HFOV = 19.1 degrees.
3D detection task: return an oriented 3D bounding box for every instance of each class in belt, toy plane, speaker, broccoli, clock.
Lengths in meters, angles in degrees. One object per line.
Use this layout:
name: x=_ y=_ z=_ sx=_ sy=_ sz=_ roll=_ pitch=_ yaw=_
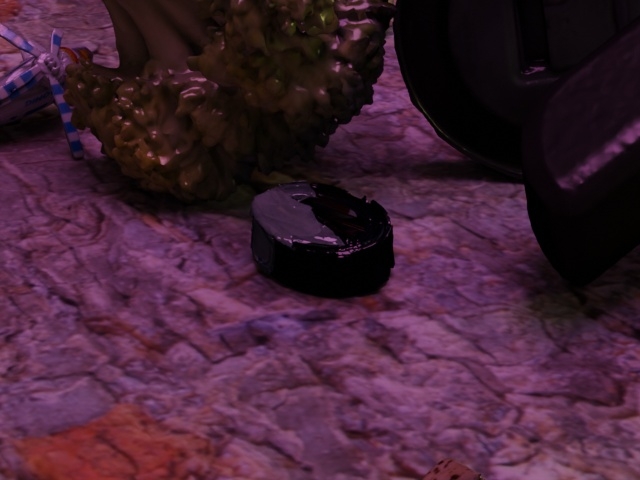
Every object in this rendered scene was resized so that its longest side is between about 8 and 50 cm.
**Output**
belt: x=0.000 y=0.000 z=1.659 sx=0.140 sy=0.058 sz=0.105 roll=25 pitch=41 yaw=30
toy plane: x=-0.323 y=-0.119 z=1.867 sx=0.182 sy=0.107 sz=0.273 roll=40 pitch=60 yaw=-10
speaker: x=0.305 y=-0.160 z=1.633 sx=0.388 sy=0.180 sz=0.184 roll=-38 pitch=67 yaw=-7
broccoli: x=-0.105 y=-0.213 z=1.767 sx=0.348 sy=0.281 sz=0.293 roll=-26 pitch=42 yaw=25
clock: x=0.228 y=-0.213 z=1.794 sx=0.325 sy=0.325 sz=0.067 roll=1 pitch=24 yaw=-3

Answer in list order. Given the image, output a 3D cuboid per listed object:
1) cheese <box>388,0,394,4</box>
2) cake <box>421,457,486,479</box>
cheese: x=0.042 y=-0.294 z=2.227 sx=0.127 sy=0.050 sz=0.235 roll=8 pitch=27 yaw=16
cake: x=0.044 y=0.266 z=1.173 sx=0.246 sy=0.135 sz=0.112 roll=-39 pitch=27 yaw=-11
